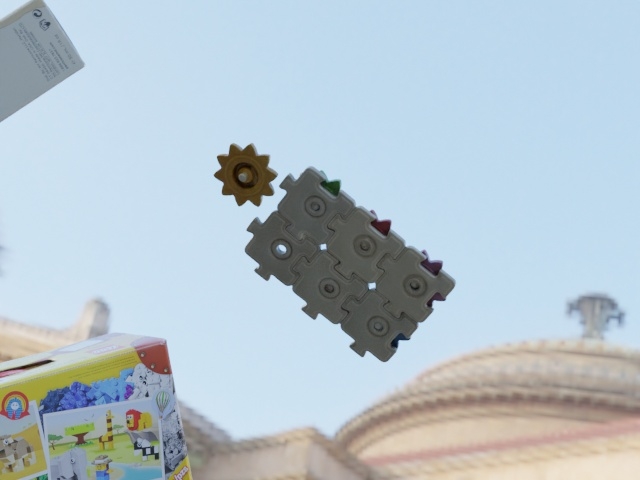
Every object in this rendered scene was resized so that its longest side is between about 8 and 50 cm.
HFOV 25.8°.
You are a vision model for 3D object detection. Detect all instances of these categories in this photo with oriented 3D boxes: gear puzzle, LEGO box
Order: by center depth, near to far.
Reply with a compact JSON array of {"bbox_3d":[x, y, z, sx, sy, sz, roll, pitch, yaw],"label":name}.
[{"bbox_3d":[0.000,0.000,1.777,0.339,0.044,0.175,39,-61,0],"label":"gear puzzle"},{"bbox_3d":[-0.466,0.385,2.190,0.500,0.372,0.193,-15,8,-34],"label":"LEGO box"}]

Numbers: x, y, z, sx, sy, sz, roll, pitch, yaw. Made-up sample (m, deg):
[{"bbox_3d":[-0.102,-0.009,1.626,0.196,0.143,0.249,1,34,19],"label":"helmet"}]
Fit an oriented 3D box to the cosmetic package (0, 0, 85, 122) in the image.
[{"bbox_3d":[-0.471,-0.180,1.786,0.113,0.309,0.160,58,-23,-14],"label":"cosmetic package"}]
